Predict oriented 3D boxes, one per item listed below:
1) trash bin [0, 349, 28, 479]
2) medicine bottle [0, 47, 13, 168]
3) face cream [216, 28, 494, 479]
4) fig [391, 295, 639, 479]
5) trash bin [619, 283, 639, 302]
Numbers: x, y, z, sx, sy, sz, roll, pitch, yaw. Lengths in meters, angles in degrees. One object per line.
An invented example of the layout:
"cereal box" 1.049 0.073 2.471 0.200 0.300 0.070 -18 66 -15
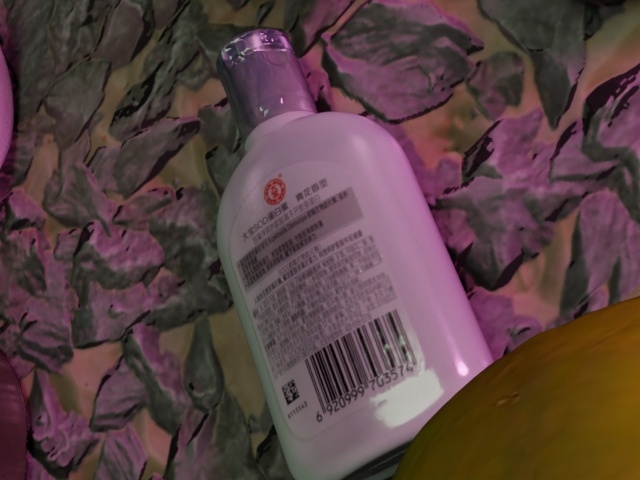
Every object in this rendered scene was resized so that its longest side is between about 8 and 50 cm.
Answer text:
"trash bin" -0.363 0.137 0.831 0.252 0.301 0.203 5 80 33
"medicine bottle" -0.432 -0.094 0.993 0.325 0.212 0.212 -8 74 34
"face cream" 0.000 0.000 0.755 0.144 0.071 0.291 -34 62 23
"fig" 0.162 0.166 0.437 0.343 0.343 0.343 -9 73 33
"trash bin" 0.171 0.057 0.609 0.061 0.092 0.043 -45 58 17
